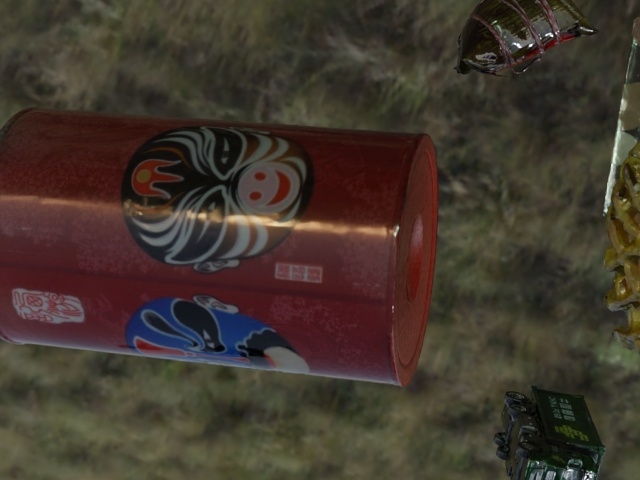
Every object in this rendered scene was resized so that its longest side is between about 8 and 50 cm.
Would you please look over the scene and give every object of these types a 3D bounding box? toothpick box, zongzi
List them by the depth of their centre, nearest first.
[{"bbox_3d":[0.098,-0.115,0.734,0.067,0.083,0.073,53,165,2],"label":"zongzi"},{"bbox_3d":[-0.084,0.001,1.057,0.333,0.204,0.204,5,159,14],"label":"toothpick box"}]

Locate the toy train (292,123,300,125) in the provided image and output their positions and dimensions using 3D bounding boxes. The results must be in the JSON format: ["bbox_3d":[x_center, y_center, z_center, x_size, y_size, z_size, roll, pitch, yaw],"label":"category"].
[{"bbox_3d":[0.000,0.000,1.205,0.089,0.127,0.219,-100,-15,-70],"label":"toy train"}]

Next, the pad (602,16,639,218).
[{"bbox_3d":[0.402,-0.121,1.424,0.158,0.235,0.003,11,172,7],"label":"pad"}]

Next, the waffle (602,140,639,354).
[{"bbox_3d":[0.243,0.030,0.782,0.197,0.070,0.193,-138,31,-59],"label":"waffle"}]

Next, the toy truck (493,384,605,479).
[{"bbox_3d":[0.300,0.276,1.725,0.121,0.088,0.259,11,-165,0],"label":"toy truck"}]
